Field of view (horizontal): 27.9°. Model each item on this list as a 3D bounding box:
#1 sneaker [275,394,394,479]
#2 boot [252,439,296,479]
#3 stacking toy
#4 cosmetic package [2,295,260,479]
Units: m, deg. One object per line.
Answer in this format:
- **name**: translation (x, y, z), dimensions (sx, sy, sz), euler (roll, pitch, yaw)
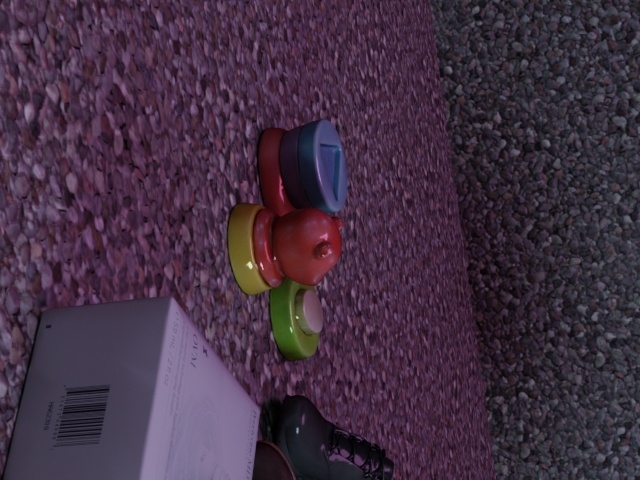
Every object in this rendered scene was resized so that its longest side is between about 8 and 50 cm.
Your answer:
- **sneaker**: translation (0.027, 0.294, 1.735), dimensions (0.286, 0.130, 0.109), euler (60, 30, -48)
- **boot**: translation (-0.090, 0.340, 1.415), dimensions (0.207, 0.090, 0.248), euler (36, 53, -69)
- **stacking toy**: translation (0.000, 0.000, 1.765), dimensions (0.309, 0.130, 0.279), euler (-77, 153, -47)
- **cosmetic package**: translation (-0.163, 0.206, 1.169), dimensions (0.225, 0.138, 0.224), euler (62, 27, -51)
